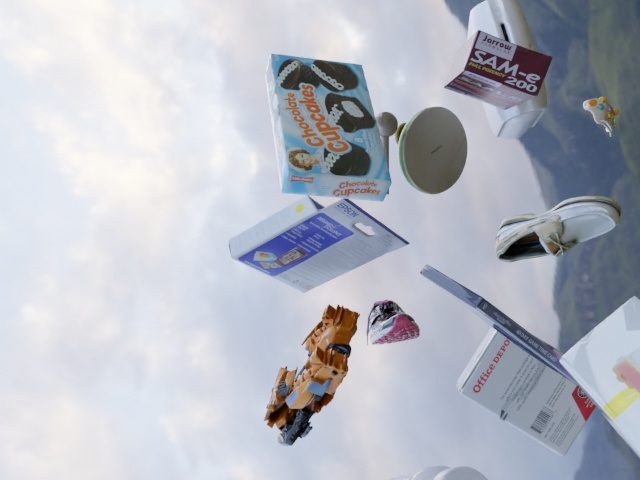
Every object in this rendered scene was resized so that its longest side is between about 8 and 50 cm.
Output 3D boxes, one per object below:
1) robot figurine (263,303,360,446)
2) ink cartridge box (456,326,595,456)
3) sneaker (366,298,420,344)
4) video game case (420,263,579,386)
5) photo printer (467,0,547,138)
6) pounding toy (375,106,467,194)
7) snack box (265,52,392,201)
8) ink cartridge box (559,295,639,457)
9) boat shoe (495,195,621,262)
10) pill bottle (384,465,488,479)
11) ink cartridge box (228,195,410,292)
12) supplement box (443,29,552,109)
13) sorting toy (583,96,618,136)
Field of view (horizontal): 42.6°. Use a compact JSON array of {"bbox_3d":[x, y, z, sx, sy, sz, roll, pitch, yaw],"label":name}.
[{"bbox_3d":[-0.022,0.255,1.532,0.085,0.291,0.211,26,-138,-9],"label":"robot figurine"},{"bbox_3d":[0.472,0.323,1.855,0.272,0.197,0.114,31,-177,2],"label":"ink cartridge box"},{"bbox_3d":[0.170,0.206,2.088,0.299,0.120,0.112,139,122,-81],"label":"sneaker"},{"bbox_3d":[0.311,0.144,1.397,0.274,0.026,0.196,36,180,-24],"label":"video game case"},{"bbox_3d":[0.378,-0.349,1.680,0.307,0.107,0.256,0,-106,-82],"label":"photo printer"},{"bbox_3d":[0.190,-0.190,1.734,0.236,0.110,0.183,-7,-79,-34],"label":"pounding toy"},{"bbox_3d":[0.007,-0.210,1.491,0.060,0.187,0.322,111,156,-46],"label":"snack box"},{"bbox_3d":[0.533,0.288,1.116,0.279,0.160,0.385,46,-172,-23],"label":"ink cartridge box"},{"bbox_3d":[0.532,-0.013,1.852,0.113,0.302,0.103,45,-129,-23],"label":"boat shoe"},{"bbox_3d":[0.187,0.481,1.442,0.153,0.264,0.153,11,-117,-21],"label":"pill bottle"},{"bbox_3d":[0.000,0.000,1.877,0.303,0.307,0.072,32,-144,-52],"label":"ink cartridge box"},{"bbox_3d":[0.297,-0.288,1.410,0.239,0.130,0.073,-73,3,-87],"label":"supplement box"},{"bbox_3d":[0.598,-0.256,1.731,0.083,0.045,0.075,38,-138,-21],"label":"sorting toy"}]
